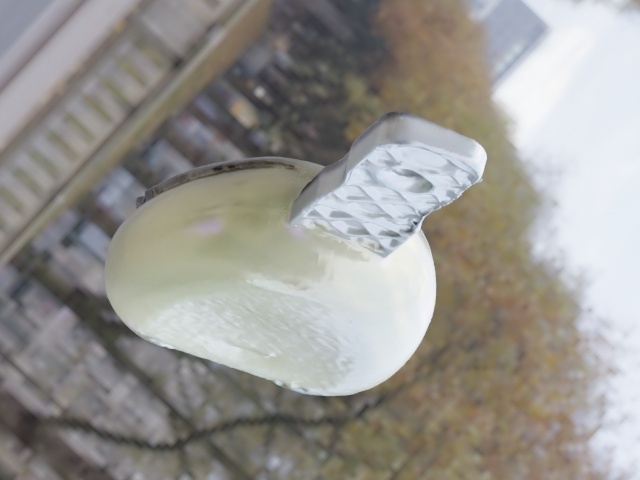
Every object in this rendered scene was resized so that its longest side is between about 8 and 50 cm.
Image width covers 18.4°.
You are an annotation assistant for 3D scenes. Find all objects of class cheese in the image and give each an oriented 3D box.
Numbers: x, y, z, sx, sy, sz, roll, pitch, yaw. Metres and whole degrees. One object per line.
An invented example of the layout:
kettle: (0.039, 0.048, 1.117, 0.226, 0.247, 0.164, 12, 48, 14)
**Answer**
cheese: (0.000, 0.000, 0.712, 0.251, 0.127, 0.054, 138, -30, -68)
